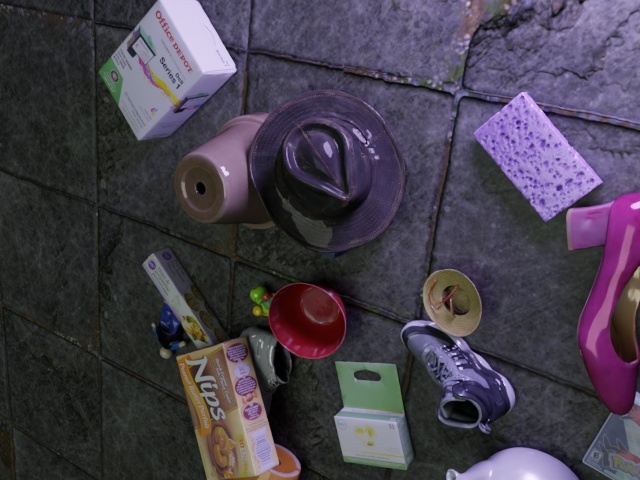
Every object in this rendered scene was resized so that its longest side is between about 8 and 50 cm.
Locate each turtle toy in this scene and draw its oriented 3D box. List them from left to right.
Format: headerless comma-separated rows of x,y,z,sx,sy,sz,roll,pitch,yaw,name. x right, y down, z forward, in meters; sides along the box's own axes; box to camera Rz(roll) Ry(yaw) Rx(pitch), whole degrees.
-0.114,0.150,1.570,0.130,0.095,0.066,17,92,28,turtle toy

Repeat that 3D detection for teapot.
0.398,0.551,1.293,0.256,0.187,0.252,1,106,32,teapot

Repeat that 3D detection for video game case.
0.610,0.389,1.201,0.201,0.023,0.183,29,119,23,video game case

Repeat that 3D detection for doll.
-0.412,0.249,1.819,0.129,0.046,0.189,30,119,23,doll

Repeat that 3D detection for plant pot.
-0.184,-0.137,1.432,0.263,0.229,0.263,10,109,31,plant pot
-0.146,0.630,1.688,0.205,0.205,0.188,33,104,21,plant pot

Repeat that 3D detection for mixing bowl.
-0.016,0.163,1.486,0.181,0.098,0.181,6,109,18,mixing bowl

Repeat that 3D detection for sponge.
0.382,-0.147,1.175,0.117,0.031,0.210,-43,79,35,sponge

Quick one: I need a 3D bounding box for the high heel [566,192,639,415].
0.526,0.112,1.097,0.181,0.127,0.377,-8,97,46,high heel

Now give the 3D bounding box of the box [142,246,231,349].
-0.347,0.170,1.738,0.063,0.067,0.324,-40,81,35,box

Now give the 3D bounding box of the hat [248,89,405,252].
0.016,-0.142,1.278,0.331,0.134,0.331,0,89,-1,hat

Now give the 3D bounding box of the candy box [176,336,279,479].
-0.228,0.408,1.605,0.183,0.087,0.316,-21,81,37,candy box

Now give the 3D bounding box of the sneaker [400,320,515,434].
0.253,0.270,1.318,0.268,0.153,0.101,38,122,18,sneaker

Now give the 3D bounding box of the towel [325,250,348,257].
0.000,0.000,1.452,0.119,0.067,0.029,23,118,26,towel

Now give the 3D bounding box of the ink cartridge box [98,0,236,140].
-0.357,-0.393,1.531,0.278,0.117,0.201,-33,86,36,ink cartridge box

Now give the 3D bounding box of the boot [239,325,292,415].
-0.133,0.345,1.633,0.123,0.095,0.258,8,109,39,boot

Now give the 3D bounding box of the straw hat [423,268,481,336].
0.277,0.115,1.310,0.144,0.061,0.144,16,111,47,straw hat

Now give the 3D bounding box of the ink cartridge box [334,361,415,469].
0.112,0.399,1.517,0.171,0.056,0.235,-5,104,35,ink cartridge box
